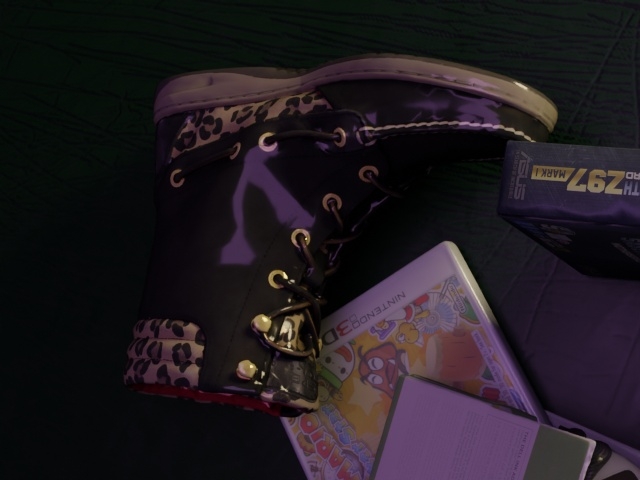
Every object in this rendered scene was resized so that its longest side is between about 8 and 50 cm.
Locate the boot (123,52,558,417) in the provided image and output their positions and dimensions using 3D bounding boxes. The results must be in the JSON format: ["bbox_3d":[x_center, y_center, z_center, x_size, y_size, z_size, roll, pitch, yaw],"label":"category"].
[{"bbox_3d":[0.000,0.000,1.225,0.378,0.138,0.284,2,75,29],"label":"boot"}]

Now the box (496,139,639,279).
[{"bbox_3d":[0.249,-0.012,1.074,0.183,0.233,0.059,5,81,25],"label":"box"}]

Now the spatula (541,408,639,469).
[{"bbox_3d":[0.248,0.231,1.157,0.242,0.019,0.168,21,92,30],"label":"spatula"}]

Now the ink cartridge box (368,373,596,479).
[{"bbox_3d":[0.116,0.204,1.101,0.235,0.056,0.171,13,85,57],"label":"ink cartridge box"}]

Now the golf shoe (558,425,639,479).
[{"bbox_3d":[0.179,0.237,1.137,0.094,0.077,0.198,24,121,-6],"label":"golf shoe"}]

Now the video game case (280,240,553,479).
[{"bbox_3d":[0.073,0.147,1.239,0.206,0.026,0.227,-34,67,18],"label":"video game case"}]
